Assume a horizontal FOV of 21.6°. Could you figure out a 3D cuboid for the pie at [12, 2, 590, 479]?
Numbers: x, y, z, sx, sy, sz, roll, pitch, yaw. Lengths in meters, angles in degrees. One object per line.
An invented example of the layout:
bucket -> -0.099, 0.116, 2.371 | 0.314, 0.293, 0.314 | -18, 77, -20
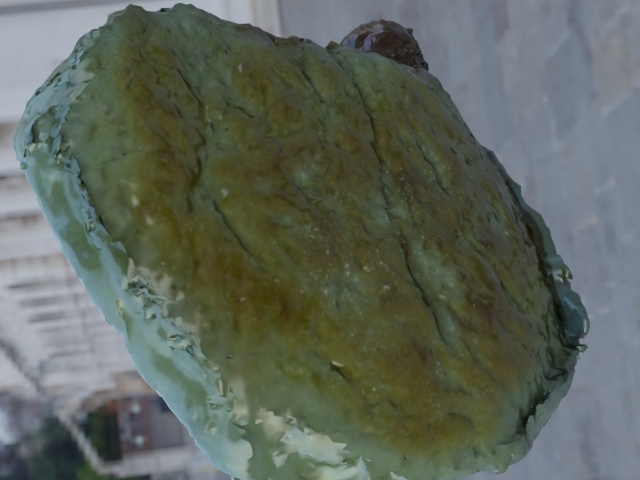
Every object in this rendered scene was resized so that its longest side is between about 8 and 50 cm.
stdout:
pie -> -0.008, 0.013, 1.176 | 0.180, 0.418, 0.395 | -41, 71, 34
